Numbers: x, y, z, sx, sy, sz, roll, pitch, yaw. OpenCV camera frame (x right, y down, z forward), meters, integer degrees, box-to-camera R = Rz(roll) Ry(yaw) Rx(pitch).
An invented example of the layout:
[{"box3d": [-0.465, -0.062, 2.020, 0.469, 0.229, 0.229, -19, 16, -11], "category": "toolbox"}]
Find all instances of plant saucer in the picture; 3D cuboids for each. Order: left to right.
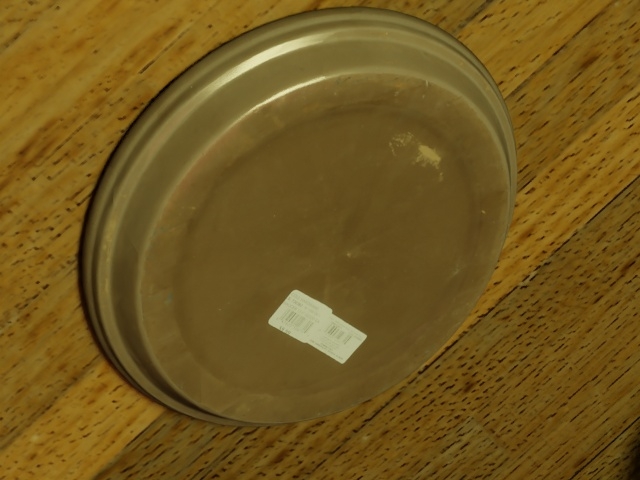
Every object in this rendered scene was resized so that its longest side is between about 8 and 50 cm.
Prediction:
[{"box3d": [0.000, 0.000, 0.946, 0.278, 0.041, 0.278, -15, 127, -21], "category": "plant saucer"}]
